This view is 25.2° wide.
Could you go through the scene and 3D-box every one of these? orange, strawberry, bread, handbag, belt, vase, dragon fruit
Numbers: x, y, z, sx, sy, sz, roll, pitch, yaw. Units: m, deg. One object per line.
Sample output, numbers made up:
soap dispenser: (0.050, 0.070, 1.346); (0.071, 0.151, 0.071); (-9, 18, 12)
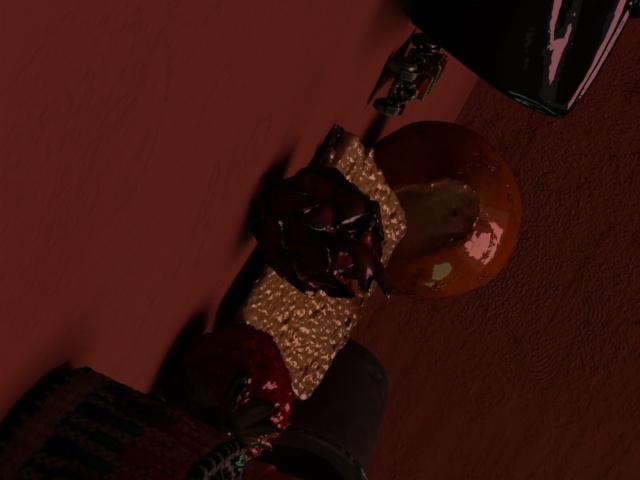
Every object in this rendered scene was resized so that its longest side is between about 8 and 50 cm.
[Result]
orange: (0.143, -0.037, 1.855); (0.240, 0.240, 0.240); (-61, 174, -11)
strawberry: (-0.080, 0.139, 1.293); (0.131, 0.131, 0.148); (-63, 166, 10)
bread: (-0.012, 0.035, 1.495); (0.266, 0.142, 0.178); (-57, -172, -28)
handbag: (0.238, -0.287, 1.474); (0.275, 0.178, 0.302); (-58, -163, 11)
belt: (-0.152, 0.210, 0.865); (0.257, 0.150, 0.207); (-60, 165, -29)
vase: (-0.007, 0.279, 2.076); (0.291, 0.245, 0.245); (-64, 179, -55)
dragon fruit: (-0.001, -0.007, 1.293); (0.142, 0.130, 0.121); (3, -82, 55)

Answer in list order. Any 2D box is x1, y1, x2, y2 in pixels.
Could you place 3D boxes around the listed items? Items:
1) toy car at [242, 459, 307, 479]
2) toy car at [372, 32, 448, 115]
toy car: (-0.084, 0.389, 1.874); (0.180, 0.270, 0.212); (-43, 143, -57)
toy car: (0.109, -0.194, 1.690); (0.073, 0.054, 0.143); (-66, 174, 27)
